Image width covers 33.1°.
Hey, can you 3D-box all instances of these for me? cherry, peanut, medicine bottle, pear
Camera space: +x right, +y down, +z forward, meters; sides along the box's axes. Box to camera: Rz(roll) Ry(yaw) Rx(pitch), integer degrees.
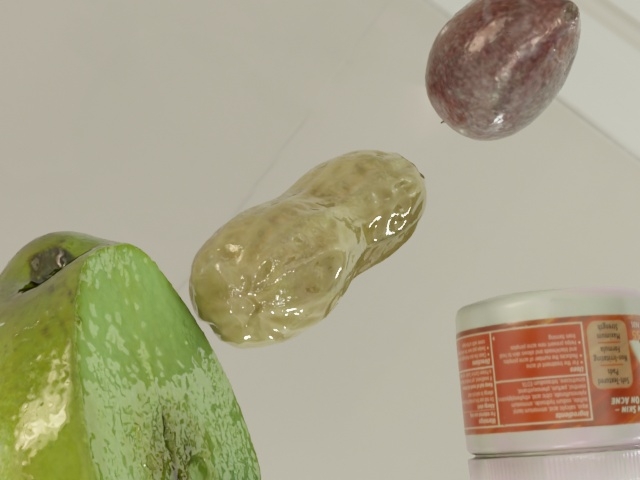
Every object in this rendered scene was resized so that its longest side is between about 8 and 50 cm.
[{"bbox_3d":[0.278,-0.275,1.624,0.230,0.203,0.300,-34,173,-41],"label":"cherry"},{"bbox_3d":[0.000,0.000,0.938,0.257,0.123,0.123,-35,158,-30],"label":"peanut"},{"bbox_3d":[0.305,0.192,1.383,0.253,0.240,0.252,-3,170,-1],"label":"medicine bottle"},{"bbox_3d":[-0.185,0.123,0.816,0.159,0.292,0.292,-18,170,16],"label":"pear"}]
